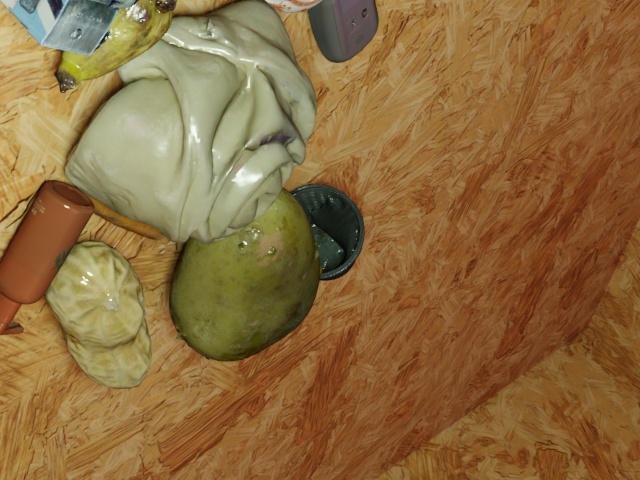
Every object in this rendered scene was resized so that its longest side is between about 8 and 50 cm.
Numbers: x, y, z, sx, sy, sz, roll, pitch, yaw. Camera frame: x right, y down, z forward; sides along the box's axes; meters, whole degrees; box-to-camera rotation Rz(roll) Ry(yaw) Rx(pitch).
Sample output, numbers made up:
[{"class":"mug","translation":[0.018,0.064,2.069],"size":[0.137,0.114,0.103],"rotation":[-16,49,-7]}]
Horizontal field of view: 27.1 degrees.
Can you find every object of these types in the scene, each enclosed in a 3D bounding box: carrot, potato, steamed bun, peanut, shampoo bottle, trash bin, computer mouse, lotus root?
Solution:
[{"class":"carrot","translation":[-0.303,-0.049,1.998],"size":[0.061,0.061,0.209],"rotation":[-54,149,9]},{"class":"potato","translation":[-0.115,0.039,2.198],"size":[0.269,0.219,0.359],"rotation":[-30,152,-37]},{"class":"steamed bun","translation":[-0.154,-0.140,1.877],"size":[0.367,0.255,0.342],"rotation":[-20,144,-44]},{"class":"peanut","translation":[-0.334,0.120,2.057],"size":[0.140,0.153,0.325],"rotation":[-52,150,-30]},{"class":"shampoo bottle","translation":[-0.411,0.032,1.897],"size":[0.085,0.085,0.244],"rotation":[1,125,-58]},{"class":"trash bin","translation":[0.000,0.000,2.432],"size":[0.175,0.175,0.161],"rotation":[-47,167,-5]},{"class":"computer mouse","translation":[0.036,-0.369,2.092],"size":[0.120,0.057,0.232],"rotation":[-44,156,-11]},{"class":"lotus root","translation":[-0.274,-0.268,1.709],"size":[0.190,0.094,0.108],"rotation":[-41,130,2]}]

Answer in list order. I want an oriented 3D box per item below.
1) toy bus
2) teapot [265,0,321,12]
[{"class":"toy bus","translation":[-0.256,-0.370,1.546],"size":[0.106,0.131,0.297],"rotation":[3,123,-58]},{"class":"teapot","translation":[-0.016,-0.406,1.902],"size":[0.245,0.116,0.159],"rotation":[-30,136,-29]}]
